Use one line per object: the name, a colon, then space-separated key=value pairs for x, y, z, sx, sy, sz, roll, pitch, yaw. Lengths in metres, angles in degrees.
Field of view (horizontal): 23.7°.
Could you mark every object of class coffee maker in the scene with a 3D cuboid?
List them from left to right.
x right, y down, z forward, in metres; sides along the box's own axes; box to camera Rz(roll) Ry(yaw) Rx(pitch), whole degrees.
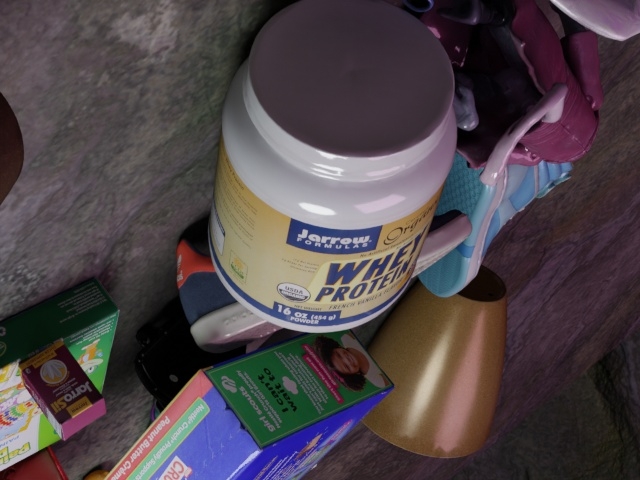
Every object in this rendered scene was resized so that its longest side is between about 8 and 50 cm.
coffee maker: x=-0.133 y=0.152 z=1.866 sx=0.171 sy=0.120 sz=0.178 roll=-21 pitch=165 yaw=-6

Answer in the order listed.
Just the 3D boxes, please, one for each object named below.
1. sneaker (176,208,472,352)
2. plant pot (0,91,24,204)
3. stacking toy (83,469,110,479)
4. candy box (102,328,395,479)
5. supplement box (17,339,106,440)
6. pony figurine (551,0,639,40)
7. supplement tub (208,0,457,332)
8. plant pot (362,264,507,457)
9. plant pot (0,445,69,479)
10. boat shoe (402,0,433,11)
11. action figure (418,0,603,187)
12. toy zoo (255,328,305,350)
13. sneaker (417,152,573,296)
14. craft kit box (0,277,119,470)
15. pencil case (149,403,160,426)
sneaker: x=0.000 y=0.000 z=1.731 sx=0.350 sy=0.148 sz=0.131 roll=-19 pitch=167 yaw=-18
plant pot: x=-0.331 y=-0.039 z=1.099 sx=0.230 sy=0.215 sz=0.215 roll=-39 pitch=165 yaw=-49
stacking toy: x=-0.356 y=0.445 z=2.111 sx=0.175 sy=0.166 sz=0.301 roll=7 pitch=115 yaw=-58
candy box: x=-0.096 y=0.242 z=1.790 sx=0.268 sy=0.122 sz=0.317 roll=-47 pitch=166 yaw=26
supplement box: x=-0.266 y=0.154 z=1.573 sx=0.055 sy=0.083 sz=0.043 roll=-33 pitch=158 yaw=-21
pony figurine: x=0.392 y=-0.297 z=1.622 sx=0.303 sy=0.351 sz=0.363 roll=-48 pitch=-176 yaw=1
supplement tub: x=0.009 y=-0.072 z=1.527 sx=0.228 sy=0.228 sz=0.316 roll=-30 pitch=157 yaw=-24
plant pot: x=0.190 y=0.164 z=2.354 sx=0.237 sy=0.237 sz=0.254 roll=-17 pitch=136 yaw=-45
plant pot: x=-0.364 y=0.352 z=1.823 sx=0.174 sy=0.191 sz=0.191 roll=-26 pitch=157 yaw=-9
boat shoe: x=0.100 y=-0.265 z=1.454 sx=0.258 sy=0.109 sz=0.089 roll=-14 pitch=136 yaw=-45
action figure: x=0.247 y=-0.171 z=1.705 sx=0.248 sy=0.276 sz=0.370 roll=-50 pitch=144 yaw=9
toy zoo: x=0.012 y=0.070 z=1.988 sx=0.293 sy=0.030 sz=0.192 roll=-44 pitch=179 yaw=25
sneaker: x=0.247 y=-0.054 z=2.108 sx=0.208 sy=0.127 sz=0.319 roll=-26 pitch=156 yaw=-28
craft kit box: x=-0.349 y=0.174 z=1.668 sx=0.250 sy=0.061 sz=0.246 roll=-27 pitch=158 yaw=-30
pencil case: x=-0.209 y=0.270 z=2.077 sx=0.070 sy=0.064 sz=0.151 roll=-56 pitch=172 yaw=-38
